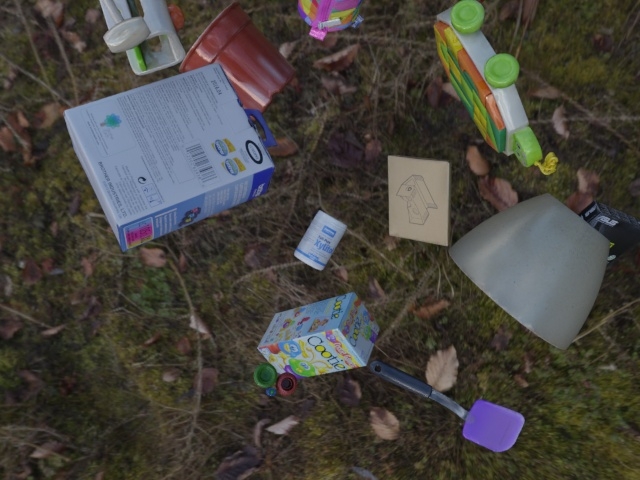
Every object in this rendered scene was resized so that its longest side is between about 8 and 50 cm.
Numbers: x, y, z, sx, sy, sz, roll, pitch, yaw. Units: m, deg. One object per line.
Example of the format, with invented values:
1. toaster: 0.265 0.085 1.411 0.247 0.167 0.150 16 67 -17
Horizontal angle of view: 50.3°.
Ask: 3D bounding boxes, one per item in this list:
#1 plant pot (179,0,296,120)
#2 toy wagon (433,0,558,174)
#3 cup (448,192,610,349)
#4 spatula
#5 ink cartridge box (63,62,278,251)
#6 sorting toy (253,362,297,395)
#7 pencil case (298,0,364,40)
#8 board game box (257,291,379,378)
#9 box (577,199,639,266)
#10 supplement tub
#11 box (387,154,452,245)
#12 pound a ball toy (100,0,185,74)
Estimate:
1. plant pot: -0.231 -0.519 2.040 0.265 0.272 0.272 41 86 -9
2. toy wagon: 0.308 -0.257 1.218 0.068 0.267 0.344 -27 71 6
3. cup: 0.484 0.039 1.489 0.331 0.331 0.237 43 104 18
4. spatula: 0.223 0.295 1.262 0.296 0.030 0.084 24 100 21
5. ink cartridge box: -0.275 -0.185 1.398 0.395 0.151 0.270 -24 78 -19
6. sorting toy: -0.101 0.303 1.465 0.102 0.042 0.061 26 75 -12
7. pencil case: 0.025 -0.362 0.913 0.104 0.236 0.104 1 82 -5
8. board game box: -0.005 0.263 1.835 0.275 0.142 0.144 -19 28 35
9. box: 0.678 -0.003 1.681 0.184 0.190 0.045 -48 36 39
10. supplement tub: 0.000 0.000 1.392 0.071 0.071 0.107 30 93 17
11. box: 0.233 -0.096 1.610 0.164 0.021 0.201 11 113 36
12. pound a ball toy: -0.337 -0.460 1.248 0.135 0.208 0.319 -20 77 -2
